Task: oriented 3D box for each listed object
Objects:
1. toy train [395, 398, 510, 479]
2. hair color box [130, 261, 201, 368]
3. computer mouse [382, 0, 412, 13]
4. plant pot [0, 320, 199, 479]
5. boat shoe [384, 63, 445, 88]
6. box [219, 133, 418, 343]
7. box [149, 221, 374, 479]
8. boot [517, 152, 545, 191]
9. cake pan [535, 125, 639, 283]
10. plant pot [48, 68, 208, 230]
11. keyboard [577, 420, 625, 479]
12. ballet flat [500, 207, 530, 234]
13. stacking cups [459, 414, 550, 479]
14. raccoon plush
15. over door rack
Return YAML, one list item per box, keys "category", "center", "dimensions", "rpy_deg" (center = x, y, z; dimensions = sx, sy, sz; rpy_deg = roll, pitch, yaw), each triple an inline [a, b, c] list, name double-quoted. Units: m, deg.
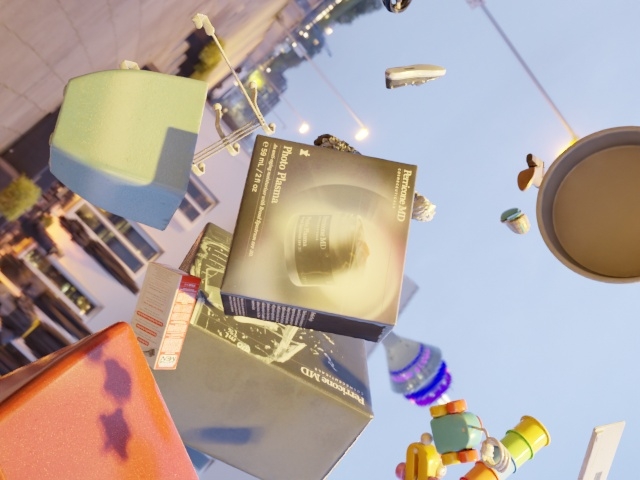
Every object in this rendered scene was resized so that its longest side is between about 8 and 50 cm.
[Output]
- category: "toy train"
  center: [0.135, 0.235, 0.639]
  dimensions: [0.125, 0.046, 0.166]
  rpy_deg: [45, -55, 47]
- category: "hair color box"
  center: [-0.277, 0.131, 1.151]
  dimensions: [0.093, 0.053, 0.167]
  rpy_deg: [18, -90, 36]
- category: "computer mouse"
  center: [0.084, -0.337, 0.713]
  dimensions: [0.071, 0.041, 0.242]
  rpy_deg: [-38, 153, -6]
- category: "plant pot"
  center: [-0.356, 0.290, 0.822]
  dimensions: [0.267, 0.267, 0.236]
  rpy_deg: [-25, 178, 20]
- category: "boat shoe"
  center: [0.202, -0.352, 1.415]
  dimensions: [0.142, 0.040, 0.049]
  rpy_deg: [-9, -145, -18]
- category: "box"
  center: [0.000, 0.000, 1.163]
  dimensions: [0.183, 0.294, 0.296]
  rpy_deg: [107, -6, -71]
- category: "box"
  center: [-0.159, 0.263, 1.558]
  dimensions: [0.297, 0.480, 0.472]
  rpy_deg: [-55, -166, 22]
- category: "boot"
  center: [0.510, -0.148, 1.569]
  dimensions: [0.042, 0.087, 0.118]
  rpy_deg: [0, -119, 43]
- category: "cake pan"
  center: [0.544, -0.061, 1.186]
  dimensions: [0.293, 0.293, 0.054]
  rpy_deg: [-37, 151, 16]
- category: "plant pot"
  center: [-0.386, -0.192, 1.289]
  dimensions: [0.248, 0.252, 0.247]
  rpy_deg: [146, -45, -63]
- category: "keyboard"
  center: [0.513, 0.448, 1.240]
  dimensions: [0.072, 0.256, 0.014]
  rpy_deg: [-7, -153, -25]
- category: "ballet flat"
  center: [0.573, -0.051, 1.934]
  dimensions: [0.073, 0.067, 0.206]
  rpy_deg: [-29, -177, 15]
- category: "stacking cups"
  center: [0.436, 0.566, 1.649]
  dimensions: [0.316, 0.096, 0.096]
  rpy_deg: [-31, -170, -23]
- category: "raccoon plush"
  center: [0.044, -0.092, 1.780]
  dimensions: [0.446, 0.216, 0.299]
  rpy_deg: [35, -92, 39]
- category: "over door rack"
  center: [-0.286, -0.352, 1.595]
  dimensions: [0.239, 0.324, 0.108]
  rpy_deg: [-27, -162, 17]
